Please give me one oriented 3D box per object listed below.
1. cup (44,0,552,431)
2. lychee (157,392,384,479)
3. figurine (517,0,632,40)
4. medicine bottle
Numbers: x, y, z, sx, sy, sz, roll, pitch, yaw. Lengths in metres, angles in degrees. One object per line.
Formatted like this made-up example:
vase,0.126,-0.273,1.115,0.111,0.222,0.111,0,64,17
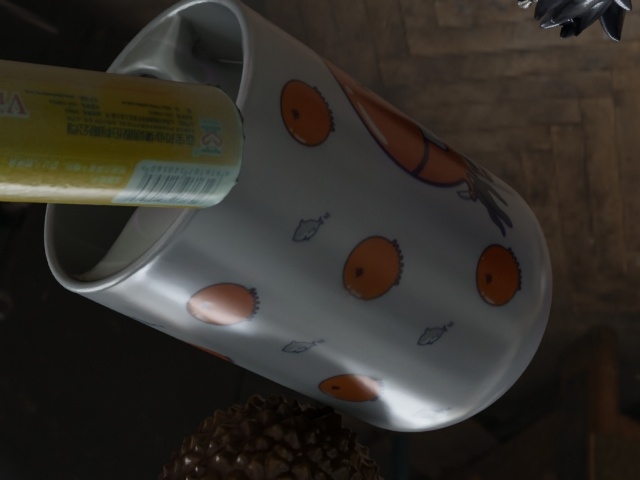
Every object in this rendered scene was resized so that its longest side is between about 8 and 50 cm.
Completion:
cup,0.000,0.000,0.995,0.317,0.212,0.212,30,134,-34
lychee,-0.041,0.213,1.060,0.200,0.200,0.238,21,165,-11
figurine,0.306,-0.299,1.440,0.197,0.175,0.265,-1,167,1
medicine bottle,-0.133,-0.047,0.629,0.218,0.074,0.074,2,151,-46
